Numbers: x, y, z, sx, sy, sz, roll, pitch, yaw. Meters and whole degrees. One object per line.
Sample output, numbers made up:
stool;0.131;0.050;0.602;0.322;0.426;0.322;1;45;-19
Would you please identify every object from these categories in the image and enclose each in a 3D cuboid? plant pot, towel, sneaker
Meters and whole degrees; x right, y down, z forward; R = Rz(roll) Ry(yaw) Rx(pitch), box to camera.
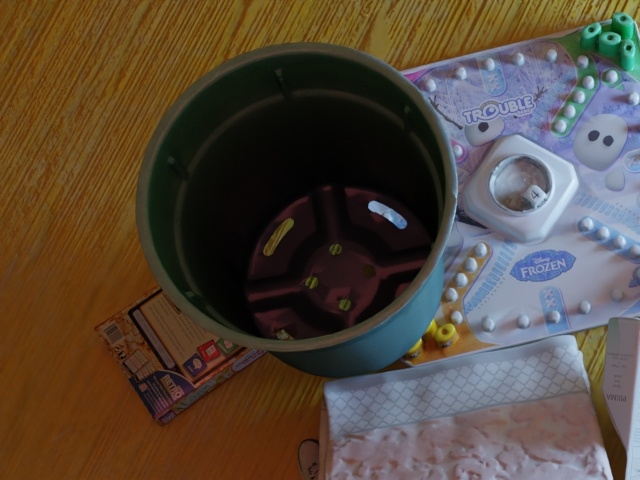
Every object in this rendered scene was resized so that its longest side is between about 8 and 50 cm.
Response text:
plant pot;0.000;0.000;1.878;0.341;0.334;0.341;-3;72;9
towel;0.159;0.249;1.884;0.332;0.053;0.317;-11;39;7
sneaker;0.009;0.294;1.977;0.052;0.058;0.135;-26;70;0

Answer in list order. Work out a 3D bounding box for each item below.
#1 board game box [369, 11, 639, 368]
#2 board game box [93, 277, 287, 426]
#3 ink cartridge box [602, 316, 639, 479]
board game box;0.248;-0.070;2.064;0.390;0.050;0.390;-14;71;4
board game box;-0.161;0.115;2.067;0.193;0.045;0.147;-34;70;-3
ink cartridge box;0.397;0.207;1.901;0.056;0.181;0.224;4;85;52
